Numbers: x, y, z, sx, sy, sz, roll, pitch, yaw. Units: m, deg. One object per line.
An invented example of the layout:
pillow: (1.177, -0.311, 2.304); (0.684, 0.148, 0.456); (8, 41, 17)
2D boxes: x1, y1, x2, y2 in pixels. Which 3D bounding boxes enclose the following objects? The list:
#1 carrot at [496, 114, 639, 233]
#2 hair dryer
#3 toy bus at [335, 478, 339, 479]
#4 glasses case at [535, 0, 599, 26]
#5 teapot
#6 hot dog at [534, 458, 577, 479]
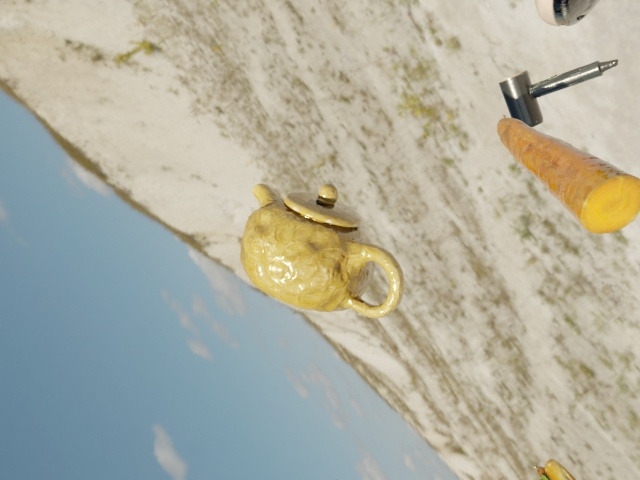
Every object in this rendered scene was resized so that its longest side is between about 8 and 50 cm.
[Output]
carrot: (0.213, -0.075, 0.676); (0.057, 0.057, 0.224); (55, -176, -29)
hair dryer: (0.526, -0.330, 1.575); (0.070, 0.255, 0.128); (-32, -75, -50)
toy bus: (-0.006, 0.463, 0.971); (0.133, 0.292, 0.125); (30, -145, 14)
glasses case: (0.247, -0.337, 0.597); (0.075, 0.314, 0.122); (21, -170, 24)
teapot: (0.000, 0.000, 1.054); (0.311, 0.167, 0.203); (31, -159, 35)
hot dog: (0.346, 0.357, 0.986); (0.133, 0.041, 0.056); (47, 166, 41)
